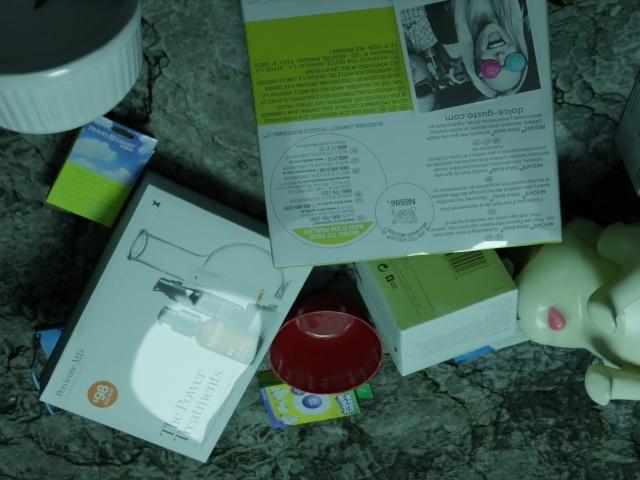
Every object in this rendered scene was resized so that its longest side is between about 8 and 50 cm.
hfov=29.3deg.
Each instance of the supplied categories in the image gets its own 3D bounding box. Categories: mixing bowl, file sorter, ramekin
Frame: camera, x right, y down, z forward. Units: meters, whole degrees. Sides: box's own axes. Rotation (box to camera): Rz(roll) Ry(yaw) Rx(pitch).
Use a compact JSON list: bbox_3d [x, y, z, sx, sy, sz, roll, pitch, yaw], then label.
[{"bbox_3d":[0.008,0.150,1.962,0.181,0.098,0.181,-1,128,-1],"label":"mixing bowl"},{"bbox_3d":[-0.371,0.204,1.992,0.170,0.104,0.118,-10,126,7],"label":"file sorter"},{"bbox_3d":[-0.350,-0.253,1.552,0.273,0.273,0.127,-5,140,2],"label":"ramekin"}]

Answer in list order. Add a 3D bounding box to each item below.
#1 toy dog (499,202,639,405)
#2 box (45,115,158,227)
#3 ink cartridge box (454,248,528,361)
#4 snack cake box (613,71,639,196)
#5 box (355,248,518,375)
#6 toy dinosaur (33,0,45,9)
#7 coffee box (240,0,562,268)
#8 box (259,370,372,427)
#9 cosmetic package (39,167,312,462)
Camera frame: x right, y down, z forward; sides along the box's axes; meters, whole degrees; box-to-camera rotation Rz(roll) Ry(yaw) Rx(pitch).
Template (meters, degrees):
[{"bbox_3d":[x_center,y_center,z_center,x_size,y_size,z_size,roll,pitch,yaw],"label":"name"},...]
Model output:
[{"bbox_3d":[0.457,0.052,1.752,0.408,0.395,0.284,1,134,19],"label":"toy dog"},{"bbox_3d":[-0.319,-0.110,1.790,0.109,0.042,0.178,23,123,-18],"label":"box"},{"bbox_3d":[0.234,0.070,1.919,0.134,0.078,0.231,-19,125,13],"label":"ink cartridge box"},{"bbox_3d":[0.500,-0.201,1.671,0.089,0.152,0.264,8,127,-8],"label":"snack cake box"},{"bbox_3d":[0.162,0.067,1.747,0.182,0.181,0.119,-20,142,-9],"label":"box"},{"bbox_3d":[-0.216,-0.376,1.469,0.160,0.121,0.313,44,82,-7],"label":"toy dinosaur"},{"bbox_3d":[0.095,-0.171,1.507,0.338,0.337,0.334,-6,102,3],"label":"coffee box"},{"bbox_3d":[-0.006,0.259,2.082,0.179,0.043,0.105,-12,127,6],"label":"box"},{"bbox_3d":[-0.220,0.119,1.862,0.284,0.097,0.377,25,102,-17],"label":"cosmetic package"}]
